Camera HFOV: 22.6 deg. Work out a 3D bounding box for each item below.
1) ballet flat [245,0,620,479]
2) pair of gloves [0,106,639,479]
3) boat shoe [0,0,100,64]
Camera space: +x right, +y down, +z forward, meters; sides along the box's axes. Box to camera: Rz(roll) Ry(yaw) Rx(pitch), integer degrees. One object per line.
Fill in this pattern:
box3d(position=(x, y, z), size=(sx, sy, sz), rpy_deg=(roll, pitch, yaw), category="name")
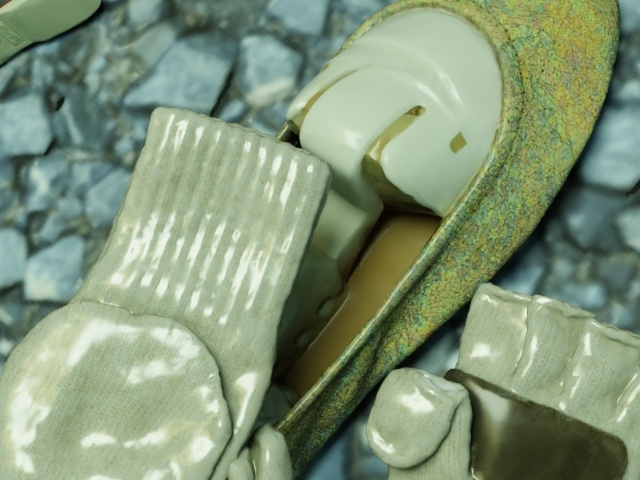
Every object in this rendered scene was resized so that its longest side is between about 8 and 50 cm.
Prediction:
box3d(position=(0.000, 0.000, 0.667), size=(0.123, 0.123, 0.348), rpy_deg=(38, 88, 31), category="ballet flat")
box3d(position=(-0.001, 0.084, 0.596), size=(0.240, 0.042, 0.204), rpy_deg=(28, 90, -4), category="pair of gloves")
box3d(position=(-0.178, -0.119, 0.834), size=(0.137, 0.049, 0.043), rpy_deg=(-23, 59, 13), category="boat shoe")
